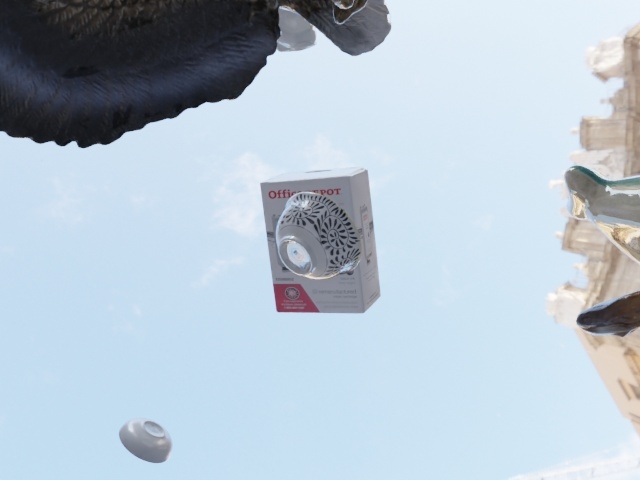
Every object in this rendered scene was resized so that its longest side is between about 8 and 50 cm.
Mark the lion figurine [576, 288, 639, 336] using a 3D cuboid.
[{"bbox_3d":[0.236,-0.088,0.171,0.142,0.392,0.240,29,-110,-12],"label":"lion figurine"}]

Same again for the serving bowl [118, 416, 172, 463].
[{"bbox_3d":[-0.250,0.285,0.898,0.083,0.083,0.027,30,-83,-25],"label":"serving bowl"}]

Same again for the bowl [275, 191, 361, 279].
[{"bbox_3d":[-0.021,0.009,1.062,0.080,0.170,0.170,-41,-67,-40],"label":"bowl"}]

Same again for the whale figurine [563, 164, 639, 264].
[{"bbox_3d":[0.481,-0.042,0.862,0.141,0.272,0.216,-44,-44,-14],"label":"whale figurine"}]

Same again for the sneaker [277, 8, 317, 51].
[{"bbox_3d":[-0.068,-0.388,0.960,0.090,0.095,0.235,-15,-122,-19],"label":"sneaker"}]

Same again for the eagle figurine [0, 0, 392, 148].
[{"bbox_3d":[-0.105,-0.203,0.419,0.226,0.298,0.225,-53,-52,-58],"label":"eagle figurine"}]

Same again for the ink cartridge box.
[{"bbox_3d":[0.000,0.000,1.280,0.117,0.207,0.283,-31,-64,-64],"label":"ink cartridge box"}]
